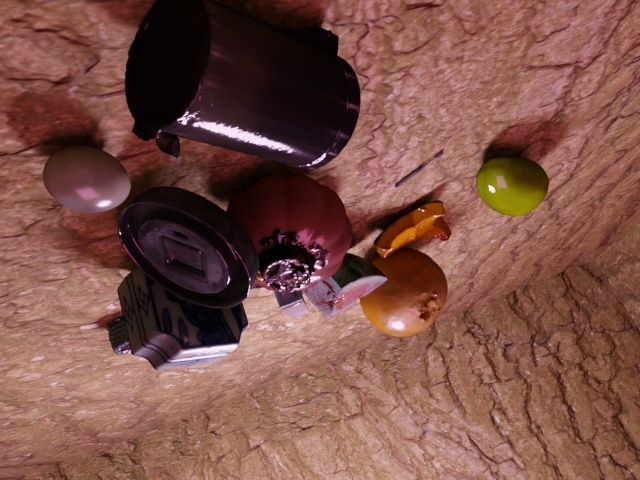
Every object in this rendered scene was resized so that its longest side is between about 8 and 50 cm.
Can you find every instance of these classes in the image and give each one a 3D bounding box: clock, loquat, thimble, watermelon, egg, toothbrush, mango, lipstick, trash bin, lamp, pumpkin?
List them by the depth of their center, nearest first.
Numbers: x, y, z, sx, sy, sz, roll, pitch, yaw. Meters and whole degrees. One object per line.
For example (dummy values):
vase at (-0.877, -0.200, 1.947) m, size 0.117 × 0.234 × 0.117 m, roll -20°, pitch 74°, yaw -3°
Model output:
trash bin at (-0.110, -0.233, 0.853) m, size 0.302 × 0.203 × 0.251 m, roll 5°, pitch 104°, yaw -47°
egg at (-0.399, -0.104, 0.971) m, size 0.114 × 0.114 × 0.152 m, roll -34°, pitch 158°, yaw 24°
clock at (-0.276, 0.020, 1.180) m, size 0.312 × 0.313 × 0.061 m, roll -53°, pitch -173°, yaw 50°
lamp at (-0.077, -0.001, 1.284) m, size 0.306 × 0.239 × 0.305 m, roll -2°, pitch 134°, yaw -2°
toothbrush at (0.269, -0.192, 1.542) m, size 0.167 × 0.011 × 0.014 m, roll -36°, pitch 159°, yaw 28°
mango at (0.571, -0.171, 1.687) m, size 0.192 × 0.155 × 0.343 m, roll -35°, pitch 153°, yaw 24°
thimble at (-0.563, 0.282, 1.694) m, size 0.135 × 0.090 × 0.118 m, roll -18°, pitch 156°, yaw -10°
watermelon at (0.061, 0.137, 1.773) m, size 0.262 × 0.213 × 0.201 m, roll -3°, pitch 120°, yaw -46°
pumpkin at (0.300, -0.024, 1.836) m, size 0.259 × 0.095 × 0.290 m, roll -29°, pitch 160°, yaw 4°
lipstick at (-0.096, 0.206, 1.918) m, size 0.080 × 0.076 × 0.371 m, roll -22°, pitch 166°, yaw -4°
loquat at (0.288, 0.180, 1.995) m, size 0.329 × 0.328 × 0.328 m, roll -20°, pitch 157°, yaw -9°

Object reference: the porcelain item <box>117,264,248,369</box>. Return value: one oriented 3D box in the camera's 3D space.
porcelain item at (-0.337, 0.166, 1.411) m, size 0.286 × 0.281 × 0.157 m, roll 6°, pitch 146°, yaw -45°

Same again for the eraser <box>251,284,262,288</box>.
eraser at (-0.114, 0.104, 1.682) m, size 0.213 × 0.046 × 0.092 m, roll -14°, pitch 180°, yaw 38°
